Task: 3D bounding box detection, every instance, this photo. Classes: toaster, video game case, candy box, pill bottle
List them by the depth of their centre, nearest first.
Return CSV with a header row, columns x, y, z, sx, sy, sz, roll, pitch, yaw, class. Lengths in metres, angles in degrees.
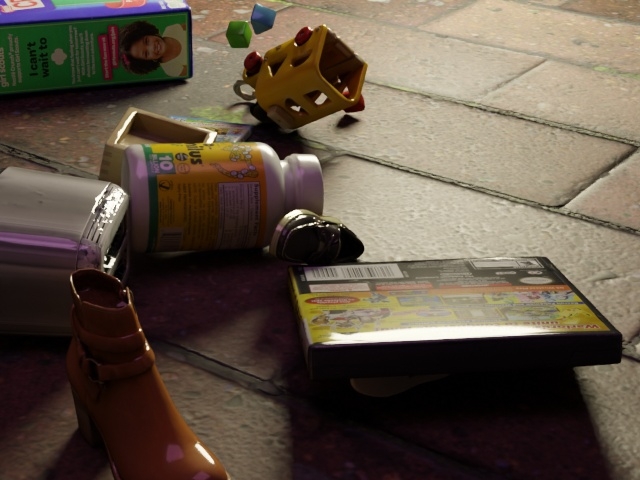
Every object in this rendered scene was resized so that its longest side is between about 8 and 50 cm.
x,y,z,sx,sy,sz,roll,pitch,yaw,class
0.113,0.068,1.219,0.274,0.035,0.248,-2,15,-5,video game case
-0.272,0.015,1.266,0.146,0.129,0.227,4,25,3,toaster
-0.107,-0.048,1.398,0.208,0.118,0.117,-2,26,-15,pill bottle
-0.171,-0.121,1.662,0.119,0.015,0.166,8,28,15,video game case
-0.375,-0.323,1.945,0.317,0.122,0.268,-9,29,-16,candy box

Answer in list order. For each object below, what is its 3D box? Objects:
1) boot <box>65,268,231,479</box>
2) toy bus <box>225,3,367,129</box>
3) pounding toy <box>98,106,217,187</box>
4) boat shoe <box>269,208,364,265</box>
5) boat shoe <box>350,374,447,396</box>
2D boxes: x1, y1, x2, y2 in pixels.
x,y,z,sx,sy,sz,roll,pitch,yaw,class
-0.146,0.118,1.032,0.073,0.152,0.197,-24,35,-39,boot
-0.038,-0.201,1.717,0.190,0.202,0.104,11,58,5,toy bus
-0.205,-0.073,1.501,0.130,0.100,0.141,16,30,0,pounding toy
0.000,0.000,1.347,0.049,0.056,0.152,24,15,25,boat shoe
0.071,0.118,1.175,0.100,0.035,0.035,-14,4,-19,boat shoe
